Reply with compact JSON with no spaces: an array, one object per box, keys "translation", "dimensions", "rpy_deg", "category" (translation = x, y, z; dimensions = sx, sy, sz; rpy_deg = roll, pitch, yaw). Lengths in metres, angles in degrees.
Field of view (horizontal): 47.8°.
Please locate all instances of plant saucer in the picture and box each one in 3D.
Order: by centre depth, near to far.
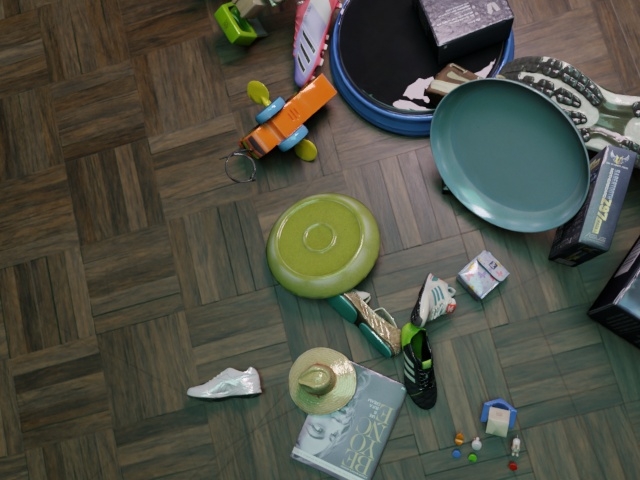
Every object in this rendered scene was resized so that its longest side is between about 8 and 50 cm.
[{"translation":[0.346,-0.157,1.323],"dimensions":[0.318,0.317,0.044],"rpy_deg":[40,55,13],"category":"plant saucer"},{"translation":[0.000,0.000,1.463],"dimensions":[0.241,0.037,0.240],"rpy_deg":[-6,62,12],"category":"plant saucer"}]

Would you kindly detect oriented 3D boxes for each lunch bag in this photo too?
[{"translation":[0.322,0.067,1.430],"dimensions":[0.083,0.053,0.071],"rpy_deg":[-39,78,-10],"category":"lunch bag"}]

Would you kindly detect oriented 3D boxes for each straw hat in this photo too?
[{"translation":[-0.007,0.272,1.418],"dimensions":[0.145,0.061,0.144],"rpy_deg":[-6,73,19],"category":"straw hat"}]

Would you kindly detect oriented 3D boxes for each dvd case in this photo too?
[{"translation":[0.058,0.359,1.430],"dimensions":[0.165,0.018,0.221],"rpy_deg":[22,84,12],"category":"dvd case"}]

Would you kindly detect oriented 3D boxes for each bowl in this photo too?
[{"translation":[0.210,-0.416,1.525],"dimensions":[0.392,0.077,0.390],"rpy_deg":[-2,79,8],"category":"bowl"}]

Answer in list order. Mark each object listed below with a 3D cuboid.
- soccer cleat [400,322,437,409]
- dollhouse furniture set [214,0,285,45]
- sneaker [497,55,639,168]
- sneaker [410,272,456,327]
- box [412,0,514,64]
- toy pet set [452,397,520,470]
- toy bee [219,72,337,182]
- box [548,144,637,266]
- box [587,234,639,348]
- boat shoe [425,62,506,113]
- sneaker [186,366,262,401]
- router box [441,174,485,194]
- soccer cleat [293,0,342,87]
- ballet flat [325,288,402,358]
[{"translation":[0.192,0.245,1.383],"dimensions":[0.060,0.072,0.178],"rpy_deg":[-14,98,-14],"category":"soccer cleat"},{"translation":[-0.096,-0.573,1.495],"dimensions":[0.302,0.151,0.197],"rpy_deg":[-34,85,40],"category":"dollhouse furniture set"},{"translation":[0.533,-0.235,1.405],"dimensions":[0.410,0.182,0.158],"rpy_deg":[28,105,20],"category":"sneaker"},{"translation":[0.224,0.122,1.391],"dimensions":[0.075,0.161,0.057],"rpy_deg":[24,120,6],"category":"sneaker"},{"translation":[0.279,-0.460,1.436],"dimensions":[0.156,0.093,0.158],"rpy_deg":[-20,76,4],"category":"box"},{"translation":[0.325,0.364,1.381],"dimensions":[0.122,0.065,0.114],"rpy_deg":[11,116,13],"category":"toy pet set"},{"translation":[-0.110,-0.237,1.506],"dimensions":[0.298,0.162,0.195],"rpy_deg":[-23,97,-25],"category":"toy bee"},{"translation":[0.497,-0.056,1.333],"dimensions":[0.059,0.232,0.183],"rpy_deg":[17,82,7],"category":"box"},{"translation":[0.743,0.115,1.277],"dimensions":[0.396,0.212,0.293],"rpy_deg":[34,85,12],"category":"box"},{"translation":[0.330,-0.274,1.375],"dimensions":[0.258,0.095,0.095],"rpy_deg":[29,82,25],"category":"boat shoe"},{"translation":[-0.196,0.293,1.467],"dimensions":[0.152,0.053,0.061],"rpy_deg":[-7,69,1],"category":"sneaker"},{"translation":[0.342,-0.157,1.471],"dimensions":[0.179,0.046,0.133],"rpy_deg":[5,82,10],"category":"router box"},{"translation":[-0.022,-0.446,1.519],"dimensions":[0.095,0.083,0.248],"rpy_deg":[18,117,-9],"category":"soccer cleat"},{"translation":[0.090,0.147,1.450],"dimensions":[0.067,0.073,0.206],"rpy_deg":[-38,78,-28],"category":"ballet flat"}]
